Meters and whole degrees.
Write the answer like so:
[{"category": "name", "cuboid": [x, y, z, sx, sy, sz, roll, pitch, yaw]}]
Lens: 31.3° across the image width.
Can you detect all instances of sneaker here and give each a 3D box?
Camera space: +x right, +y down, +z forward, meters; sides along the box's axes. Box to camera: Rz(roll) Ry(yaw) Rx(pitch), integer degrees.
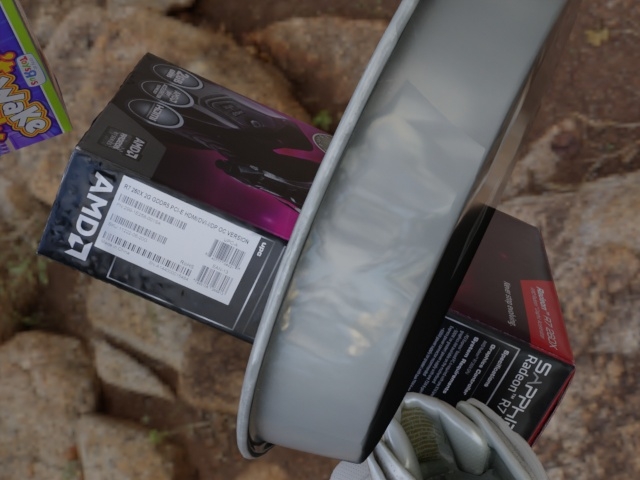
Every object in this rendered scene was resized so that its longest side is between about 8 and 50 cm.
[{"category": "sneaker", "cuboid": [0.069, 0.154, 0.704, 0.292, 0.108, 0.169, 30, 138, 64]}]

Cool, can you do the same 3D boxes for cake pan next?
[{"category": "cake pan", "cuboid": [0.051, -0.019, 0.546, 0.293, 0.054, 0.293, -62, -10, -19]}]

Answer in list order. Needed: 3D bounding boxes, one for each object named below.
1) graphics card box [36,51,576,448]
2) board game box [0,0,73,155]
[{"category": "graphics card box", "cuboid": [0.000, 0.000, 0.857, 0.233, 0.370, 0.094, -79, 14, -64]}, {"category": "board game box", "cuboid": [-0.390, -0.187, 1.041, 0.347, 0.233, 0.078, 80, 167, -61]}]
